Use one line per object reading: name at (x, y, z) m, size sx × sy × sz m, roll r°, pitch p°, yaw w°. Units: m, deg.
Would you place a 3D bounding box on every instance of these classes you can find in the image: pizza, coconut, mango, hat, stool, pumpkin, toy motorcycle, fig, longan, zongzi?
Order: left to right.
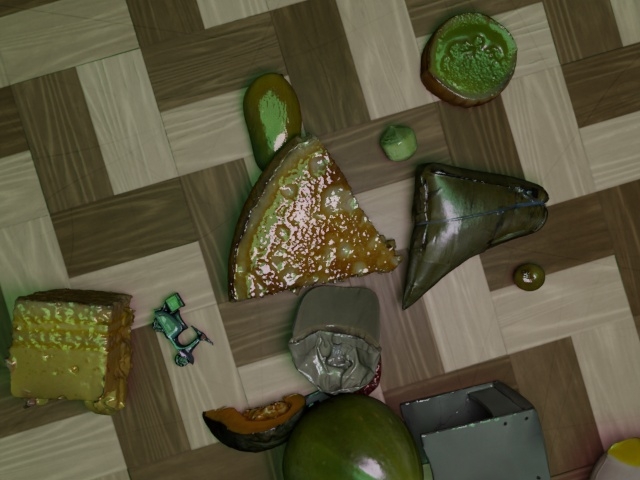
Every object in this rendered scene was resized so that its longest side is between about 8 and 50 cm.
toy motorcycle at (-0.344, 0.223, 1.426) m, size 0.100 × 0.058 × 0.173 m, roll -32°, pitch 89°, yaw -6°
pumpkin at (-0.160, 0.460, 1.369) m, size 0.279 × 0.163 × 0.111 m, roll -12°, pitch 96°, yaw 8°
mango at (-0.111, -0.285, 1.411) m, size 0.137 × 0.091 × 0.237 m, roll -13°, pitch 97°, yaw 4°
pizza at (0.000, 0.000, 1.407) m, size 0.406 × 0.130 × 0.439 m, roll 25°, pitch 91°, yaw -15°
hat at (0.048, 0.231, 1.382) m, size 0.214 × 0.244 × 0.149 m, roll 4°, pitch 123°, yaw 13°
fig at (0.086, 0.498, 1.281) m, size 0.316 × 0.316 × 0.316 m, roll 0°, pitch 91°, yaw -1°
coconut at (0.191, -0.240, 1.420) m, size 0.088 × 0.088 × 0.096 m, roll -28°, pitch 120°, yaw -1°
stool at (0.351, 0.461, 1.351) m, size 0.270 × 0.243 × 0.170 m, roll -12°, pitch 91°, yaw -1°
zongzi at (0.362, 0.013, 1.387) m, size 0.323 × 0.160 × 0.360 m, roll 10°, pitch 90°, yaw 0°
longan at (0.514, 0.089, 1.433) m, size 0.075 × 0.083 × 0.075 m, roll -13°, pitch 63°, yaw 27°

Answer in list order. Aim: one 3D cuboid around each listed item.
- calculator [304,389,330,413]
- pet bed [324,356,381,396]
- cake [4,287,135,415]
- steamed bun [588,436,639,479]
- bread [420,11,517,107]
calculator at (0.007, 0.506, 1.455) m, size 0.161 × 0.021 × 0.261 m, roll -26°, pitch 91°, yaw -2°
pet bed at (0.059, 0.296, 1.434) m, size 0.201 × 0.053 × 0.201 m, roll 0°, pitch 81°, yaw -2°
cake at (-0.560, 0.264, 1.339) m, size 0.228 × 0.222 × 0.285 m, roll 5°, pitch 91°, yaw 0°
steamed bun at (0.809, 0.622, 1.334) m, size 0.374 × 0.334 × 0.333 m, roll 5°, pitch 91°, yaw -7°
bread at (0.363, -0.441, 1.428) m, size 0.236 × 0.070 × 0.236 m, roll 0°, pitch 92°, yaw -2°
